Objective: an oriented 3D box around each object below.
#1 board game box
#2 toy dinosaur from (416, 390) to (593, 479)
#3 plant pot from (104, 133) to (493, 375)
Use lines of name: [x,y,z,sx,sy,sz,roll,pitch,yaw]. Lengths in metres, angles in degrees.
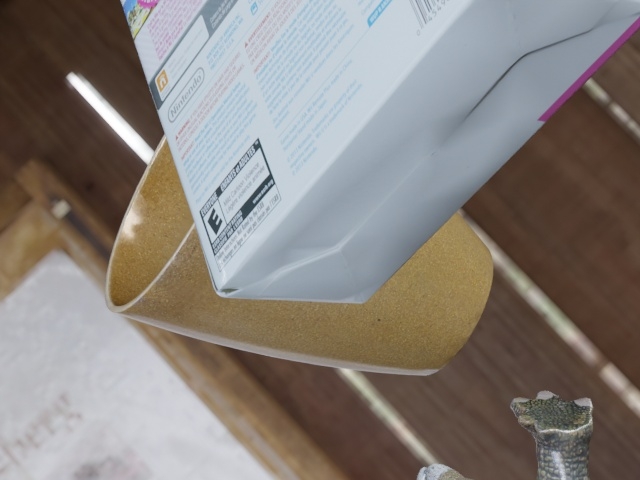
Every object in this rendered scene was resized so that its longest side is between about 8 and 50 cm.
board game box: [-0.001,-0.157,0.755,0.098,0.303,0.224,5,-37,-38]
toy dinosaur: [0.107,0.157,0.568,0.313,0.121,0.160,-100,11,-61]
plant pot: [0.000,0.000,1.280,0.237,0.254,0.237,-53,20,30]
